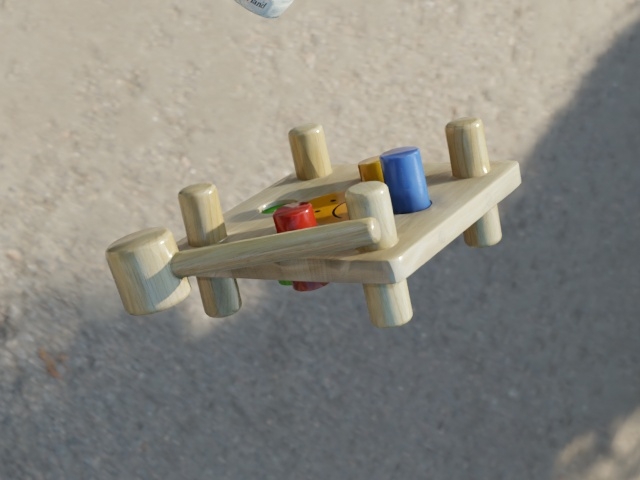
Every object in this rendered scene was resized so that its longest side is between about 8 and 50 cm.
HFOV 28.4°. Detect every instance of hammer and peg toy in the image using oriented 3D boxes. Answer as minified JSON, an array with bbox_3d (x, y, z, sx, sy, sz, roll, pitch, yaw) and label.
[{"bbox_3d":[0.000,0.000,1.125,0.361,0.266,0.127,-35,120,-51],"label":"hammer and peg toy"}]

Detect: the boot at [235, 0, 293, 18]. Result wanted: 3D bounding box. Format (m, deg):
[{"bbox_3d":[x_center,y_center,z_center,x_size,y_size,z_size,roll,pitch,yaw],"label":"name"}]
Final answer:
[{"bbox_3d":[0.008,-0.289,0.930,0.088,0.244,0.176,31,125,-18],"label":"boot"}]
